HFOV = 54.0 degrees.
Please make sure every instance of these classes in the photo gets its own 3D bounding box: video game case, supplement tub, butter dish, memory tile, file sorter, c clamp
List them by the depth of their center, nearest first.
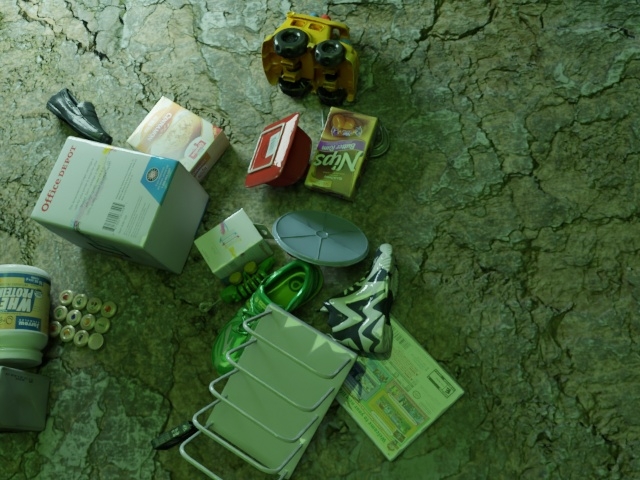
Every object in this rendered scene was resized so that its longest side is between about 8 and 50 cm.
[{"bbox_3d":[-0.097,0.288,1.114,0.193,0.173,0.277,30,101,12],"label":"file sorter"},{"bbox_3d":[0.134,0.278,1.212,0.193,0.023,0.212,-41,69,-6],"label":"video game case"},{"bbox_3d":[-0.655,0.164,1.336,0.145,0.144,0.199,-10,69,7],"label":"supplement tub"},{"bbox_3d":[-0.072,-0.177,1.373,0.160,0.118,0.160,-10,59,55],"label":"butter dish"},{"bbox_3d":[-0.526,0.174,1.380,0.148,0.012,0.113,13,73,14],"label":"memory tile"},{"bbox_3d":[0.076,-0.242,1.412,0.161,0.022,0.137,-1,70,11],"label":"c clamp"}]

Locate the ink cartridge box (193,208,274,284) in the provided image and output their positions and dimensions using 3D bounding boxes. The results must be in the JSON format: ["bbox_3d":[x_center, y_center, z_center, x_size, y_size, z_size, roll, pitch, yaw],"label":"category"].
[{"bbox_3d":[-0.175,0.010,1.331,0.143,0.092,0.090,-35,67,-4],"label":"ink cartridge box"}]

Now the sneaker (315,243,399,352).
[{"bbox_3d":[0.069,0.109,1.246,0.153,0.094,0.234,-1,63,19],"label":"sneaker"}]

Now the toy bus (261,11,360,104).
[{"bbox_3d":[0.003,-0.441,1.447,0.221,0.149,0.211,17,58,14],"label":"toy bus"}]

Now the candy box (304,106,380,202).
[{"bbox_3d":[0.049,-0.187,1.368,0.109,0.053,0.186,17,84,15],"label":"candy box"}]

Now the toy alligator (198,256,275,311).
[{"bbox_3d":[-0.167,0.103,1.305,0.190,0.056,0.051,-36,38,-4],"label":"toy alligator"}]

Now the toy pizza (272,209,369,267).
[{"bbox_3d":[0.000,0.000,1.281,0.202,0.032,0.201,10,31,-6],"label":"toy pizza"}]

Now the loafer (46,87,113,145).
[{"bbox_3d":[-0.580,-0.302,1.528,0.223,0.076,0.078,36,88,24],"label":"loafer"}]

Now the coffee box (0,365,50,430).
[{"bbox_3d":[-0.739,0.334,1.279,0.298,0.168,0.118,-6,69,10],"label":"coffee box"}]

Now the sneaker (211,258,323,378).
[{"bbox_3d":[-0.118,0.142,1.255,0.109,0.123,0.295,38,82,20],"label":"sneaker"}]

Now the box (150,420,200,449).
[{"bbox_3d":[-0.281,0.382,1.229,0.083,0.067,0.018,-28,68,-1],"label":"box"}]

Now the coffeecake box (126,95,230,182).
[{"bbox_3d":[-0.329,-0.228,1.458,0.186,0.068,0.142,31,78,19],"label":"coffeecake box"}]

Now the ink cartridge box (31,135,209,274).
[{"bbox_3d":[-0.421,-0.073,1.349,0.270,0.197,0.198,14,74,15],"label":"ink cartridge box"}]
